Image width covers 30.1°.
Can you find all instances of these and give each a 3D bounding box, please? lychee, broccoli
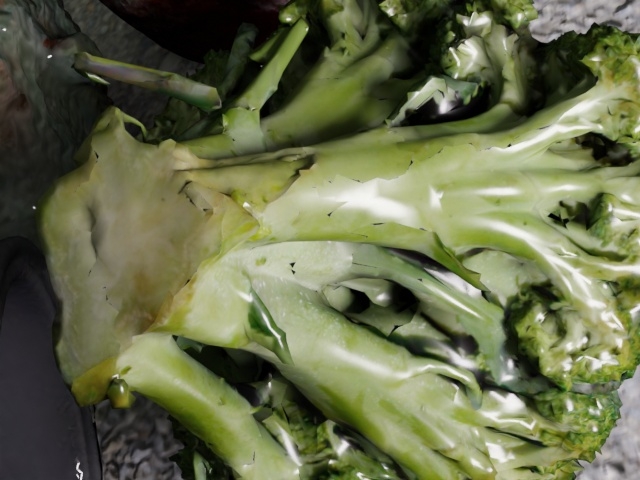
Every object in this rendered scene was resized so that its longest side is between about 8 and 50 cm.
[{"bbox_3d":[-0.256,-0.074,0.782,0.274,0.255,0.255,-13,59,20],"label":"lychee"},{"bbox_3d":[0.000,0.000,0.554,0.304,0.283,0.321,47,111,28],"label":"broccoli"}]

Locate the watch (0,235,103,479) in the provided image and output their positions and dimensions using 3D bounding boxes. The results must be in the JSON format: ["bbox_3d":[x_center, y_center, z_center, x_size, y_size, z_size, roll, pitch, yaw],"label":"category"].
[{"bbox_3d":[-0.197,0.181,0.571,0.314,0.335,0.327,-7,40,-2],"label":"watch"}]

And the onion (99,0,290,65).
[{"bbox_3d":[-0.096,-0.288,0.795,0.282,0.260,0.336,-38,51,18],"label":"onion"}]
